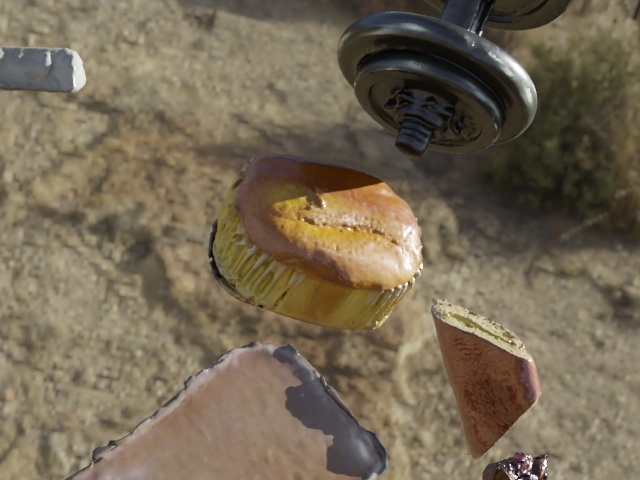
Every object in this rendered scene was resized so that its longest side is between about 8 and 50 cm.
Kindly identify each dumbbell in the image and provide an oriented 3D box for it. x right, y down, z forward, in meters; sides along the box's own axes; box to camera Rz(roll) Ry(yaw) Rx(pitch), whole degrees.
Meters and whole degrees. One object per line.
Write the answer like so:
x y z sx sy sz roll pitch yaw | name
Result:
0.130 -0.204 1.292 0.192 0.192 0.290 20 69 8 | dumbbell

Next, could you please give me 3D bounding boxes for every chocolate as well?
-0.087 0.196 1.080 0.261 0.083 0.161 -33 83 -32 | chocolate

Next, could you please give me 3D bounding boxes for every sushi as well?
0.184 0.219 1.283 0.050 0.047 0.099 58 25 10 | sushi

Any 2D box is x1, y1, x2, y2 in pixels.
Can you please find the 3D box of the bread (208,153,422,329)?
0.000 0.000 1.247 0.190 0.114 0.132 12 51 -20 | bread

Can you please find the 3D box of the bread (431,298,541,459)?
0.197 0.156 1.579 0.119 0.192 0.067 -6 14 31 | bread

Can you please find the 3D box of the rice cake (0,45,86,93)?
-0.388 -0.186 1.513 0.256 0.052 0.057 2 31 0 | rice cake
